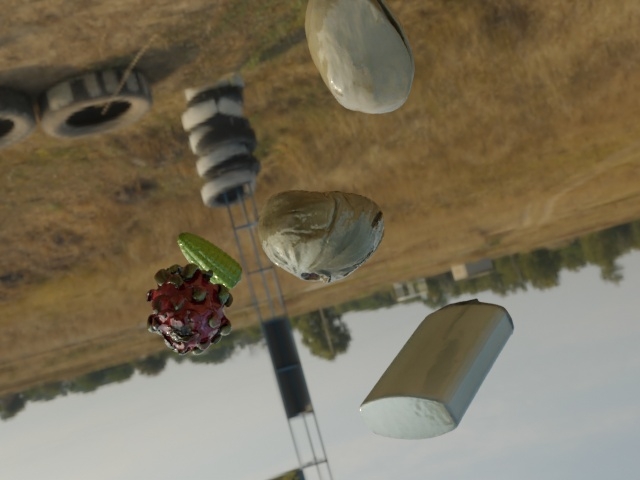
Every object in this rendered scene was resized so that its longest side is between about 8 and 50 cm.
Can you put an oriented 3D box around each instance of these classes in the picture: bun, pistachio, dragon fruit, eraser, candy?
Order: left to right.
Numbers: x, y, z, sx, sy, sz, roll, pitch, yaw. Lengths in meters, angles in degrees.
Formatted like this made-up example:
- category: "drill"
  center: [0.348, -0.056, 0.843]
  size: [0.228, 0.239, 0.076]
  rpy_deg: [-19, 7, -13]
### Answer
- category: "dragon fruit"
  center: [-0.333, 0.158, 2.022]
  size: [0.273, 0.218, 0.198]
  rpy_deg: [15, -157, 42]
- category: "candy"
  center: [-0.310, 0.052, 2.318]
  size: [0.097, 0.209, 0.096]
  rpy_deg: [-41, -160, 18]
- category: "bun"
  center: [0.000, 0.000, 1.115]
  size: [0.167, 0.113, 0.173]
  rpy_deg: [9, 166, -10]
- category: "pistachio"
  center: [0.077, -0.410, 1.726]
  size: [0.226, 0.331, 0.208]
  rpy_deg: [3, -145, 48]
- category: "eraser"
  center: [0.214, 0.227, 1.515]
  size: [0.189, 0.104, 0.290]
  rpy_deg: [-10, -157, 39]
